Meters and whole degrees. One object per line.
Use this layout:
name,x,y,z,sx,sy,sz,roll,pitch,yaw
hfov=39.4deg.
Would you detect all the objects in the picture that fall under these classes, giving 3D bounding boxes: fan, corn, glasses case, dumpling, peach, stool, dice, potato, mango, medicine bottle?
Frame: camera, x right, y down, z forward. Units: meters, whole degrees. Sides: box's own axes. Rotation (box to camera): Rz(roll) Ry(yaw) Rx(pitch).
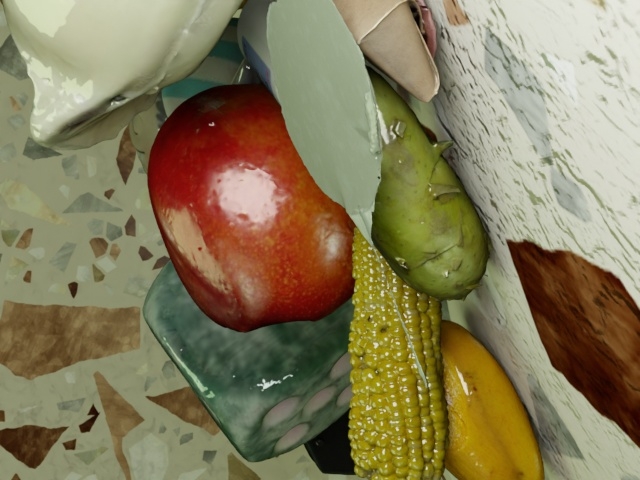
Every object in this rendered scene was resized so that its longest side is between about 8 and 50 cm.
fan,0.026,-0.038,0.651,0.310,0.010,0.182,70,161,0
corn,0.072,0.089,0.838,0.097,0.097,0.320,168,101,-83
glasses case,0.042,-0.174,0.672,0.102,0.070,0.193,33,-169,-37
dumpling,-0.126,-0.258,0.763,0.233,0.395,0.315,26,-157,15
peach,-0.066,-0.037,0.936,0.245,0.248,0.275,36,-148,-31
stool,0.058,0.375,1.871,0.232,0.232,0.141,65,172,-5
dice,-0.095,0.170,1.605,0.328,0.330,0.348,49,167,26
potato,0.068,-0.041,0.716,0.225,0.090,0.117,57,174,-30
mango,0.153,0.173,0.896,0.217,0.102,0.141,56,142,31
medicine bottle,-0.006,-0.169,0.833,0.187,0.102,0.103,56,169,50

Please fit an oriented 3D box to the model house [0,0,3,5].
model house,-0.288,-0.435,1.110,0.295,0.329,0.252,62,176,11

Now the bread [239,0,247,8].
bread,-0.101,-0.304,1.020,0.077,0.116,0.200,64,174,-17

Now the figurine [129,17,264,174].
figurine,-0.107,-0.122,1.157,0.361,0.266,0.378,58,173,7
